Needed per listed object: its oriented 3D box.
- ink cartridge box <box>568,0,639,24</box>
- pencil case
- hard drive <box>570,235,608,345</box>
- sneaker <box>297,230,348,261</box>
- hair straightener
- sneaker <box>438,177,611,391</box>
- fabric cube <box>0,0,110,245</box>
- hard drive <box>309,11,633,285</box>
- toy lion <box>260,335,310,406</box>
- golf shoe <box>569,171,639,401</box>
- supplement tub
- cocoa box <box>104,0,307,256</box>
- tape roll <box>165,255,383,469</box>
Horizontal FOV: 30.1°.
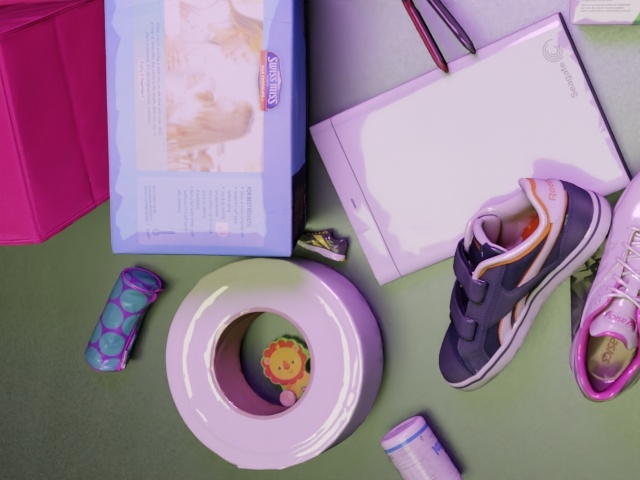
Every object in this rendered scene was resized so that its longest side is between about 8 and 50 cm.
[{"bbox_3d":[0.375,-0.360,1.400,0.153,0.087,0.208,4,103,16],"label":"ink cartridge box"},{"bbox_3d":[-0.282,0.116,1.707,0.070,0.064,0.151,34,110,24],"label":"pencil case"},{"bbox_3d":[0.443,0.072,1.485,0.255,0.054,0.172,0,101,17],"label":"hard drive"},{"bbox_3d":[0.000,0.000,1.620,0.083,0.031,0.035,23,93,7],"label":"sneaker"},{"bbox_3d":[0.135,-0.327,1.487,0.089,0.047,0.230,-31,75,15],"label":"hair straightener"},{"bbox_3d":[0.215,0.048,1.485,0.127,0.126,0.321,20,118,-24],"label":"sneaker"},{"bbox_3d":[-0.418,-0.160,1.526,0.254,0.259,0.258,1,113,22],"label":"fabric cube"},{"bbox_3d":[0.189,-0.111,1.529,0.353,0.047,0.233,-23,94,19],"label":"hard drive"},{"bbox_3d":[-0.031,0.178,1.665,0.100,0.034,0.096,-19,88,19],"label":"toy lion"},{"bbox_3d":[0.374,0.056,1.401,0.115,0.140,0.306,17,104,15],"label":"golf shoe"},{"bbox_3d":[0.137,0.299,1.616,0.071,0.071,0.107,-34,91,20],"label":"supplement tub"},{"bbox_3d":[-0.135,-0.167,1.498,0.231,0.228,0.347,1,102,4],"label":"cocoa box"},{"bbox_3d":[-0.062,0.163,1.607,0.286,0.100,0.286,0,91,19],"label":"tape roll"}]
